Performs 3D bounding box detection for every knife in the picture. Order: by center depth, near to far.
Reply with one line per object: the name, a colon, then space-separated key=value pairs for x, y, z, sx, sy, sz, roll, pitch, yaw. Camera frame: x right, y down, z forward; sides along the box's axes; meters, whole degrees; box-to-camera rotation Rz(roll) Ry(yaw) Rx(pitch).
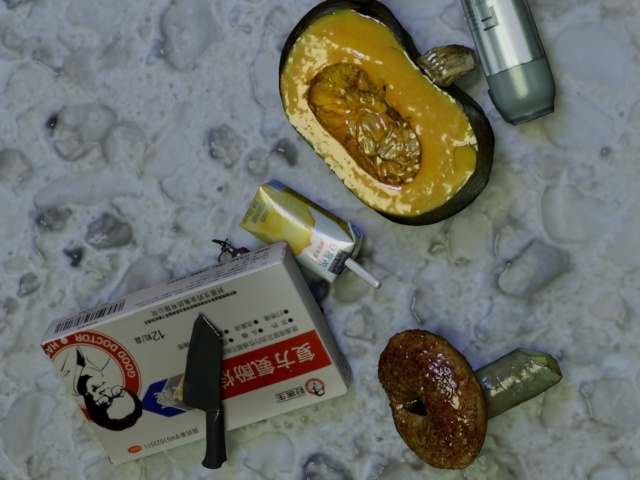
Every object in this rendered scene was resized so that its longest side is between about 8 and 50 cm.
knife: x=-0.152 y=0.195 z=1.984 sx=0.060 sy=0.028 sz=0.230 roll=10 pitch=118 yaw=15

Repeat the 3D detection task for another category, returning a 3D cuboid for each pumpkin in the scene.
pumpkin: x=0.094 y=-0.175 z=1.900 sx=0.222 sy=0.139 sz=0.317 roll=-41 pitch=83 yaw=19

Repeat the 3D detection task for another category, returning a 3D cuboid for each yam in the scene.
yam: x=0.235 y=0.181 z=1.944 sx=0.146 sy=0.070 sz=0.069 roll=-31 pitch=89 yaw=16

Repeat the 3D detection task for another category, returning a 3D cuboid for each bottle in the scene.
bottle: x=0.218 y=-0.267 z=1.885 sx=0.096 sy=0.079 sz=0.253 roll=-17 pitch=93 yaw=54

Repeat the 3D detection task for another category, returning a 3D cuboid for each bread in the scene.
bread: x=0.138 y=0.203 z=1.933 sx=0.193 sy=0.064 sz=0.193 roll=31 pitch=131 yaw=44

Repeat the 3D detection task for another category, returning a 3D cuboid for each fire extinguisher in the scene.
fire extinguisher: x=-0.074 y=0.056 z=2.027 sx=0.173 sy=0.035 sz=0.049 roll=38 pitch=143 yaw=7

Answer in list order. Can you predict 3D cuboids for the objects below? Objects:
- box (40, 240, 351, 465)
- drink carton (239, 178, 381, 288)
box: x=-0.163 y=0.153 z=2.008 sx=0.353 sy=0.069 sz=0.214 roll=-19 pitch=115 yaw=18
drink carton: x=0.000 y=0.000 z=1.975 sx=0.200 sy=0.074 sz=0.084 roll=32 pitch=105 yaw=7
